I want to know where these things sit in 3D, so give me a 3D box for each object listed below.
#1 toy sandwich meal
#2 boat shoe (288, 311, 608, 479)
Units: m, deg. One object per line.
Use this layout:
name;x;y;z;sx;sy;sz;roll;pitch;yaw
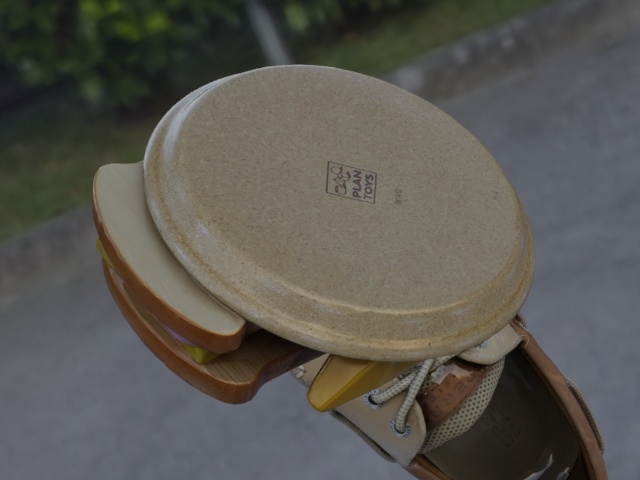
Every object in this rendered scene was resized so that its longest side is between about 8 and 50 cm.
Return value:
toy sandwich meal;0.000;0.000;0.360;0.085;0.086;0.029;-39;-21;-45
boat shoe;0.047;0.050;0.957;0.123;0.324;0.116;-50;34;2
